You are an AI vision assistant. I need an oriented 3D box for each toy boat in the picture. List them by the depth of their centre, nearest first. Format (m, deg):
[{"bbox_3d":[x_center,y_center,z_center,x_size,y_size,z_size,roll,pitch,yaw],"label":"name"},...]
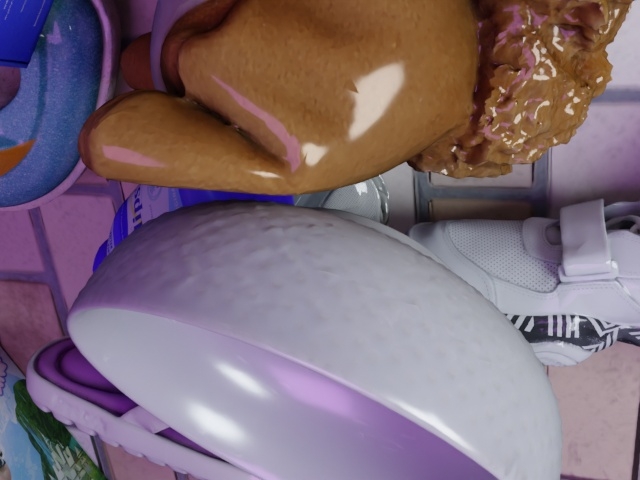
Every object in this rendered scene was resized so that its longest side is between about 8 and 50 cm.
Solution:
[{"bbox_3d":[-0.336,-0.156,0.738,0.318,0.148,0.267,27,123,2],"label":"toy boat"}]

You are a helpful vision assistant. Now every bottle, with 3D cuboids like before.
[{"bbox_3d":[-0.132,0.004,0.767,0.283,0.092,0.118,-37,60,46],"label":"bottle"}]

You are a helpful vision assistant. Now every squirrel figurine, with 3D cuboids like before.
[{"bbox_3d":[0.038,-0.233,0.545,0.397,0.281,0.370,7,110,-2],"label":"squirrel figurine"}]

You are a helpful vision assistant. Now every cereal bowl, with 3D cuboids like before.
[{"bbox_3d":[0.008,0.081,0.600,0.339,0.141,0.339,22,153,12],"label":"cereal bowl"}]

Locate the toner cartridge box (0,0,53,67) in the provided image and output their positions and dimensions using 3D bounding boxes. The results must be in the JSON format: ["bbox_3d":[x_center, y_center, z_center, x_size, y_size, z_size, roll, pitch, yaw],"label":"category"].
[{"bbox_3d":[-0.192,-0.286,0.543,0.075,0.165,0.347,26,101,4],"label":"toner cartridge box"}]

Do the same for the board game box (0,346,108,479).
[{"bbox_3d":[-0.372,0.292,0.898,0.066,0.318,0.318,-25,108,26],"label":"board game box"}]

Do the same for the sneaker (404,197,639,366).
[{"bbox_3d":[0.248,-0.012,0.639,0.366,0.137,0.210,12,119,6],"label":"sneaker"}]

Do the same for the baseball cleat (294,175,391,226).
[{"bbox_3d":[0.000,0.000,0.759,0.109,0.072,0.205,17,122,9],"label":"baseball cleat"}]

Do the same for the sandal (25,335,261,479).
[{"bbox_3d":[-0.101,0.140,0.816,0.416,0.169,0.102,7,115,15],"label":"sandal"}]
